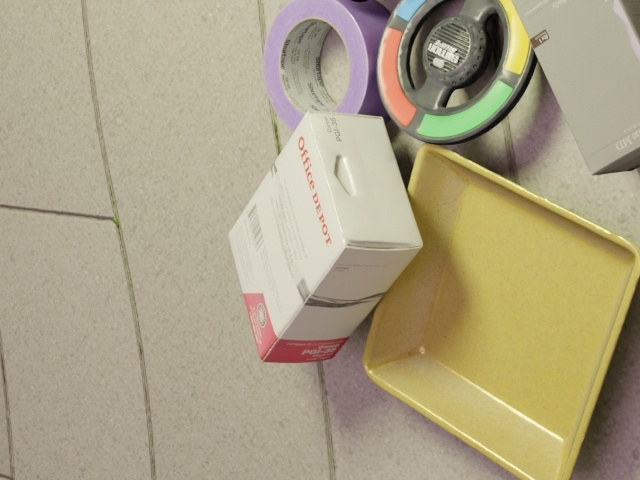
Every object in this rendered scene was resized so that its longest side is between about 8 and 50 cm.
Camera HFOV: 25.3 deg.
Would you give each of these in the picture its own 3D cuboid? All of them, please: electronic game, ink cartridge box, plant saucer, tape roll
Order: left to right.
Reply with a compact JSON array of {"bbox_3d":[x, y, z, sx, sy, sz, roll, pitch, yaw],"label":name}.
[{"bbox_3d":[0.000,0.000,1.827,0.283,0.117,0.207,-54,43,48],"label":"ink cartridge box"},{"bbox_3d":[0.018,-0.228,1.864,0.189,0.080,0.189,11,106,42],"label":"tape roll"},{"bbox_3d":[0.162,-0.226,1.710,0.229,0.048,0.229,-10,74,37],"label":"electronic game"},{"bbox_3d":[0.226,0.086,1.722,0.333,0.081,0.333,31,117,35],"label":"plant saucer"}]

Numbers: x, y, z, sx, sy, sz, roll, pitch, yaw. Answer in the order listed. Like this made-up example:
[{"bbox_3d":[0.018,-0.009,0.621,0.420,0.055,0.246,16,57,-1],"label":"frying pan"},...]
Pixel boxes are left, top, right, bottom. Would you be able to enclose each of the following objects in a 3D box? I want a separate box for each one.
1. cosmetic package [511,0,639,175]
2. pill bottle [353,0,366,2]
[{"bbox_3d":[0.319,-0.201,1.566,0.127,0.107,0.238,-34,71,39],"label":"cosmetic package"},{"bbox_3d":[0.096,-0.388,1.730,0.219,0.123,0.123,-37,72,41],"label":"pill bottle"}]
